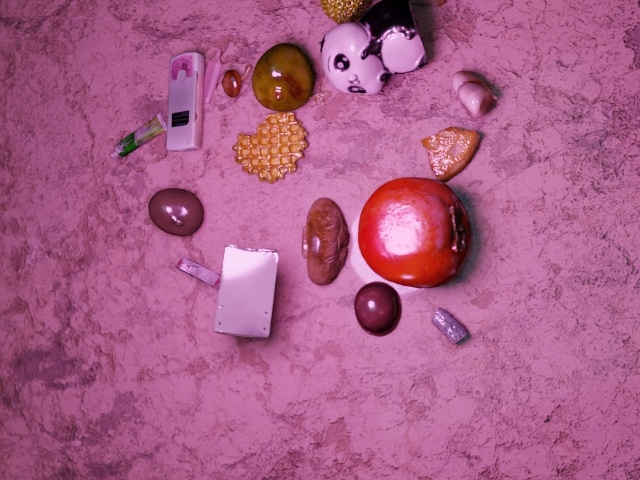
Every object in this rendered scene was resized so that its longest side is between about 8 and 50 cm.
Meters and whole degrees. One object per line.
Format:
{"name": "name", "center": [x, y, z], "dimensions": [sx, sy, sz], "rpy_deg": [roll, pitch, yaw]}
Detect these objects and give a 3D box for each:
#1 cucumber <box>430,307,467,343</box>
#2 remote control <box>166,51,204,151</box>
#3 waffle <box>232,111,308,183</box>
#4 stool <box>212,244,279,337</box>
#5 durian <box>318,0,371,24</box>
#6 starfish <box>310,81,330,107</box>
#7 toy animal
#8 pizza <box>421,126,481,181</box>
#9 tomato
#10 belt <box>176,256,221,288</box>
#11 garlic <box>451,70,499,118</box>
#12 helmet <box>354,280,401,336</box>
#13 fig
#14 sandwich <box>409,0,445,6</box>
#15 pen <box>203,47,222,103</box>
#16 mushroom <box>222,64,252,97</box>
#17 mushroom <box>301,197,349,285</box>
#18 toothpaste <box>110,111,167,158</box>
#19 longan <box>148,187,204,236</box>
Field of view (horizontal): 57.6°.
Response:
{"name": "cucumber", "center": [0.381, 0.254, 1.741], "dimensions": [0.064, 0.064, 0.112], "rpy_deg": [-46, 75, 11]}
{"name": "remote control", "center": [-0.476, -0.487, 2.051], "dimensions": [0.145, 0.050, 0.343], "rpy_deg": [1, 87, 34]}
{"name": "waffle", "center": [-0.166, -0.323, 1.953], "dimensions": [0.249, 0.056, 0.253], "rpy_deg": [33, 99, 16]}
{"name": "stool", "center": [-0.229, 0.153, 1.825], "dimensions": [0.171, 0.243, 0.269], "rpy_deg": [7, 89, -6]}
{"name": "durian", "center": [0.086, -0.787, 1.847], "dimensions": [0.159, 0.146, 0.198], "rpy_deg": [41, 103, 14]}
{"name": "starfish", "center": [-0.011, -0.483, 1.933], "dimensions": [0.092, 0.016, 0.086], "rpy_deg": [-5, 84, 20]}
{"name": "toy animal", "center": [0.154, -0.580, 1.779], "dimensions": [0.310, 0.251, 0.250], "rpy_deg": [-17, 82, 16]}
{"name": "pizza", "center": [0.380, -0.272, 1.776], "dimensions": [0.161, 0.062, 0.182], "rpy_deg": [28, 101, 10]}
{"name": "tomato", "center": [0.270, -0.020, 1.685], "dimensions": [0.290, 0.293, 0.324], "rpy_deg": [-4, 91, 32]}
{"name": "belt", "center": [-0.383, 0.124, 1.996], "dimensions": [0.232, 0.071, 0.053], "rpy_deg": [23, 88, 15]}
{"name": "garlic", "center": [0.448, -0.436, 1.733], "dimensions": [0.099, 0.124, 0.174], "rpy_deg": [-45, 48, 26]}
{"name": "helmet", "center": [0.165, 0.217, 1.793], "dimensions": [0.155, 0.106, 0.175], "rpy_deg": [5, 93, 18]}
{"name": "fig", "center": [-0.118, -0.537, 1.893], "dimensions": [0.203, 0.203, 0.225], "rpy_deg": [-9, 51, 17]}
{"name": "sandwich", "center": [0.330, -0.887, 1.783], "dimensions": [0.262, 0.131, 0.325], "rpy_deg": [42, 101, 14]}
{"name": "pen", "center": [-0.382, -0.581, 2.049], "dimensions": [0.053, 0.032, 0.197], "rpy_deg": [20, 96, 19]}
{"name": "mushroom", "center": [-0.292, -0.558, 1.999], "dimensions": [0.129, 0.073, 0.088], "rpy_deg": [-53, 40, 5]}
{"name": "mushroom", "center": [0.000, 0.000, 1.832], "dimensions": [0.156, 0.151, 0.285], "rpy_deg": [0, 87, 16]}
{"name": "toothpaste", "center": [-0.664, -0.371, 2.123], "dimensions": [0.248, 0.047, 0.078], "rpy_deg": [-30, 81, 12]}
{"name": "longan", "center": [-0.493, -0.099, 1.989], "dimensions": [0.189, 0.189, 0.189], "rpy_deg": [-1, 87, 18]}
